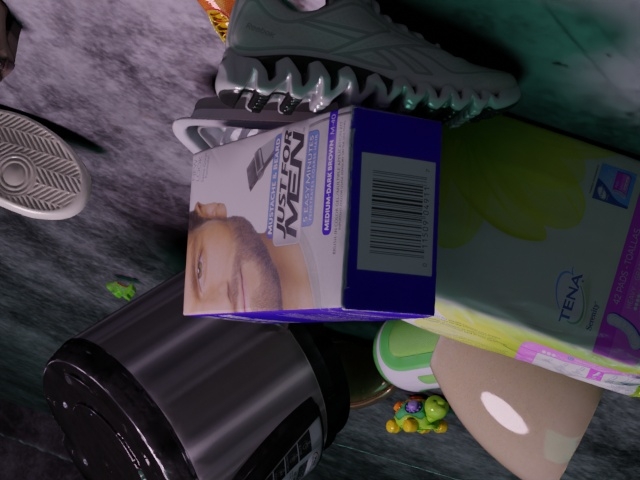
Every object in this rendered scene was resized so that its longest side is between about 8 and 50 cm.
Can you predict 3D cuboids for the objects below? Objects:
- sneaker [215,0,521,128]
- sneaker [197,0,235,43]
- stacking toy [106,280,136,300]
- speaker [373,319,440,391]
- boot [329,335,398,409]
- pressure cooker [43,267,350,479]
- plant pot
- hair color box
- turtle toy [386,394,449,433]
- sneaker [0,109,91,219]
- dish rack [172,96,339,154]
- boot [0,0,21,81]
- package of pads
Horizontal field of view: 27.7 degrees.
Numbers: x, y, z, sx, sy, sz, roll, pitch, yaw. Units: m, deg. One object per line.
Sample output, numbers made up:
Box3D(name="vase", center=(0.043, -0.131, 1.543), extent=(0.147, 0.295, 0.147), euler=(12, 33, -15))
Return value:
Box3D(name="sneaker", center=(0.051, -0.170, 1.204), extent=(0.292, 0.118, 0.110), euler=(6, 172, -15))
Box3D(name="sneaker", center=(-0.072, -0.209, 1.275), extent=(0.175, 0.067, 0.064), euler=(36, 157, -30))
Box3D(name="stacking toy", center=(-0.261, 0.131, 2.361), extent=(0.221, 0.052, 0.167), euler=(12, 156, 28))
Box3D(name="speaker", center=(0.191, 0.140, 1.801), extent=(0.131, 0.131, 0.296), euler=(29, 158, -20))
Box3D(name="boot", center=(0.020, 0.207, 2.199), extent=(0.305, 0.112, 0.115), euler=(0, 140, 50))
Box3D(name="pressure cooker", center=(-0.160, 0.219, 1.981), extent=(0.370, 0.420, 0.376), euler=(5, 121, 52))
Box3D(name="plant pot", center=(0.241, 0.130, 1.533), extent=(0.191, 0.284, 0.284), euler=(24, 161, 10))
Box3D(name="hair color box", center=(-0.019, -0.014, 1.291), extent=(0.110, 0.185, 0.339), euler=(7, 172, -28))
Box3D(name="turtle toy", center=(0.184, 0.314, 2.346), extent=(0.095, 0.066, 0.130), euler=(6, 168, -34))
Box3D(name="sneaker", center=(-0.477, -0.119, 1.849), extent=(0.350, 0.131, 0.148), euler=(25, 167, 8))
Box3D(name="dish rack", center=(0.015, -0.074, 1.526), extent=(0.285, 0.072, 0.333), euler=(7, 156, 36))
Box3D(name="boot", center=(-0.393, -0.235, 1.500), extent=(0.042, 0.087, 0.118), euler=(7, 155, 37))
Box3D(name="package of pads", center=(0.222, 0.011, 1.305), extent=(0.296, 0.229, 0.101), euler=(19, 160, 8))
